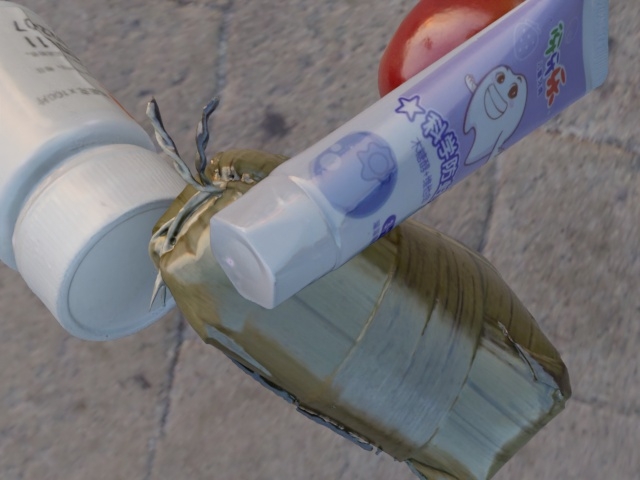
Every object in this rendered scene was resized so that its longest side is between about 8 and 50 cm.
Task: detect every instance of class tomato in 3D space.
[{"bbox_3d":[0.142,-0.185,1.551,0.136,0.195,0.195,38,113,2],"label":"tomato"}]

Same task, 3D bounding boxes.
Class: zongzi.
[{"bbox_3d":[-0.013,0.018,1.601,0.500,0.467,0.218,33,98,-15],"label":"zongzi"}]

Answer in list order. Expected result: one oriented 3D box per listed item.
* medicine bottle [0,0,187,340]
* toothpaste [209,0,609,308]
[{"bbox_3d":[-0.293,-0.081,1.640,0.371,0.211,0.211,46,117,31],"label":"medicine bottle"},{"bbox_3d":[0.082,-0.081,1.092,0.080,0.371,0.125,32,145,37],"label":"toothpaste"}]
